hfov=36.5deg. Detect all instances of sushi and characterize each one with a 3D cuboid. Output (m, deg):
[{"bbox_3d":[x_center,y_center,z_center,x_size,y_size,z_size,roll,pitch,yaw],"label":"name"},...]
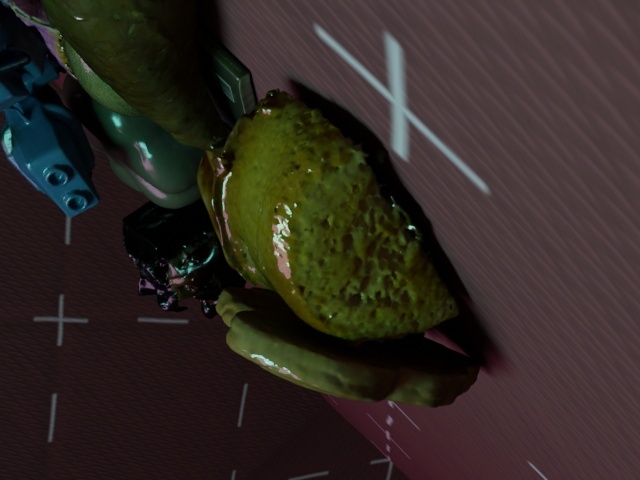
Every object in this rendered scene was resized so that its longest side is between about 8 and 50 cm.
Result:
[{"bbox_3d":[-0.212,0.027,1.797,0.212,0.215,0.227,36,148,25],"label":"sushi"}]

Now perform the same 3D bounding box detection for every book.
[{"bbox_3d":[-0.150,-0.213,1.043,0.228,0.024,0.160,45,170,14],"label":"book"}]

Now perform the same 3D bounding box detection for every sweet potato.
[{"bbox_3d":[-0.162,-0.189,0.882,0.130,0.130,0.422,44,169,19],"label":"sweet potato"}]

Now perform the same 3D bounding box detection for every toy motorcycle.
[{"bbox_3d":[-0.399,-0.182,1.195,0.416,0.172,0.232,64,180,-44],"label":"toy motorcycle"}]

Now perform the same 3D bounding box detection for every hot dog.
[{"bbox_3d":[-0.099,-0.052,1.186,0.249,0.068,0.100,-116,33,-48],"label":"hot dog"}]

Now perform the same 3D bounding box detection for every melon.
[{"bbox_3d":[-0.216,-0.192,1.045,0.099,0.099,0.162,44,171,24],"label":"melon"}]

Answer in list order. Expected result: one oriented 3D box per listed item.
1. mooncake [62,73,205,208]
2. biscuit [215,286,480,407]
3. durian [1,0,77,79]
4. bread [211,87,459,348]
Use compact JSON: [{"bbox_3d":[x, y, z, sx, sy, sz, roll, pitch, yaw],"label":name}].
[{"bbox_3d":[-0.259,-0.164,1.414,0.275,0.135,0.275,43,167,13],"label":"mooncake"},{"bbox_3d":[0.025,0.111,1.027,0.269,0.051,0.376,21,-173,20],"label":"biscuit"},{"bbox_3d":[-0.325,-0.320,1.167,0.341,0.112,0.191,52,-177,27],"label":"durian"},{"bbox_3d":[0.001,0.002,0.878,0.160,0.147,0.260,41,169,48],"label":"bread"}]
